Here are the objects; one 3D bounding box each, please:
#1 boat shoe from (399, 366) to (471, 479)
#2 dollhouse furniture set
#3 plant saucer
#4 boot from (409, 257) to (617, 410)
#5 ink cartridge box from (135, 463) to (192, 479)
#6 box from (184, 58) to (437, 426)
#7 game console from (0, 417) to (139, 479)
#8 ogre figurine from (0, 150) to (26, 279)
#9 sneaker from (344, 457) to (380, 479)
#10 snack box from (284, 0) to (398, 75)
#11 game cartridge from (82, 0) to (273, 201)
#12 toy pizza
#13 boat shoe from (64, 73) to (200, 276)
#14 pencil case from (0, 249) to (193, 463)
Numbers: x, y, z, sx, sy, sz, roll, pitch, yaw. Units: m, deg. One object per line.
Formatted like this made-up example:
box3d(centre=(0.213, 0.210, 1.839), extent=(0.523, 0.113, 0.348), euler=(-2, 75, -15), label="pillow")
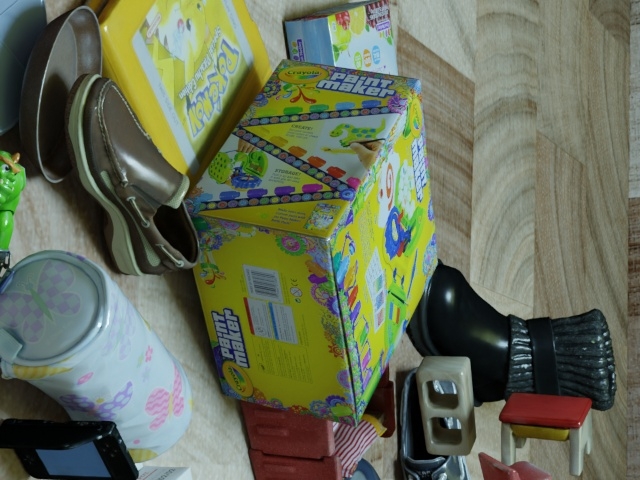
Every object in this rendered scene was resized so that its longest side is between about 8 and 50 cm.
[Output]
box3d(centre=(0.165, 0.329, 2.268), extent=(0.102, 0.108, 0.301), euler=(11, 75, -64), label="boat shoe")
box3d(centre=(0.119, 0.216, 1.879), extent=(0.201, 0.374, 0.152), euler=(-48, 135, -58), label="dollhouse furniture set")
box3d(centre=(-0.247, -0.139, 1.483), extent=(0.168, 0.029, 0.169), euler=(11, 90, -81), label="plant saucer")
box3d(centre=(0.297, 0.139, 2.379), extent=(0.348, 0.260, 0.131), euler=(56, 40, -49), label="boot")
box3d(centre=(-0.173, 0.300, 1.612), extent=(0.104, 0.061, 0.181), euler=(-37, 121, -60), label="ink cartridge box")
box3d(centre=(0.000, 0.000, 1.783), extent=(0.290, 0.177, 0.279), euler=(81, 29, -41), label="box")
box3d(centre=(-0.242, 0.197, 1.408), extent=(0.071, 0.122, 0.107), euler=(-62, 142, -45), label="game console")
box3d(centre=(-0.312, -0.037, 1.324), extent=(0.197, 0.096, 0.118), euler=(33, 75, -42), label="ogre figurine")
box3d(centre=(-0.002, 0.381, 1.907), extent=(0.131, 0.112, 0.319), euler=(63, 34, -46), label="sneaker")
box3d(centre=(0.035, -0.221, 2.083), extent=(0.207, 0.070, 0.175), euler=(-29, 113, -61), label="snack box")
box3d(centre=(-0.142, -0.184, 1.730), extent=(0.324, 0.052, 0.285), euler=(66, 33, -37), label="game cartridge")
box3d(centre=(-0.308, -0.191, 1.402), extent=(0.201, 0.032, 0.201), euler=(2, 90, -68), label="toy pizza")
box3d(centre=(-0.173, -0.063, 1.551), extent=(0.257, 0.095, 0.095), euler=(75, 26, -50), label="boat shoe")
box3d(centre=(-0.206, 0.115, 1.450), extent=(0.124, 0.113, 0.273), euler=(-61, 156, -16), label="pencil case")
